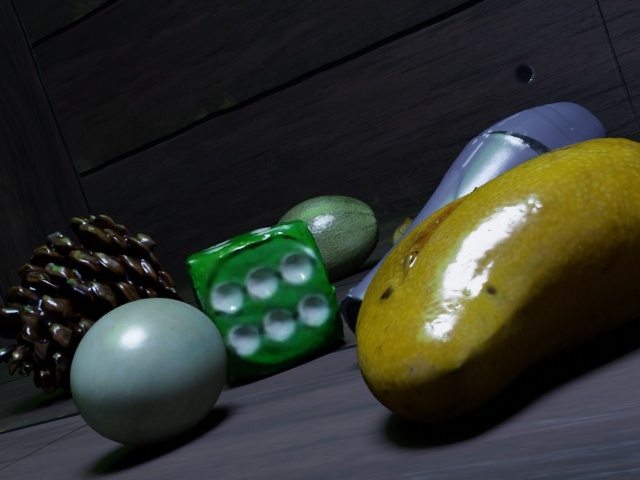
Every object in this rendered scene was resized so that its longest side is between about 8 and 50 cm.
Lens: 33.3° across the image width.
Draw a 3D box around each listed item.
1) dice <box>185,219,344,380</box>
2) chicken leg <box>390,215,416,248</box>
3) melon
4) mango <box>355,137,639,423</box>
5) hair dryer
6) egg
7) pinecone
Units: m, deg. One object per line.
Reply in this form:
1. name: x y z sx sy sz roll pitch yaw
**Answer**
1. dice: -0.054 0.056 1.044 0.128 0.131 0.120 -19 3 -9
2. chicken leg: 0.141 0.005 1.487 0.093 0.070 0.178 -14 -7 -1
3. melon: 0.000 0.000 1.714 0.192 0.139 0.139 -19 3 4
4. mango: 0.126 0.015 0.677 0.295 0.120 0.177 -22 2 -38
5. hair dryer: 0.100 0.024 1.037 0.301 0.121 0.361 -40 -2 -27
6. egg: -0.134 0.103 0.856 0.114 0.114 0.152 -18 2 27
7. pinecone: -0.315 0.090 1.459 0.224 0.224 0.272 -17 28 50
